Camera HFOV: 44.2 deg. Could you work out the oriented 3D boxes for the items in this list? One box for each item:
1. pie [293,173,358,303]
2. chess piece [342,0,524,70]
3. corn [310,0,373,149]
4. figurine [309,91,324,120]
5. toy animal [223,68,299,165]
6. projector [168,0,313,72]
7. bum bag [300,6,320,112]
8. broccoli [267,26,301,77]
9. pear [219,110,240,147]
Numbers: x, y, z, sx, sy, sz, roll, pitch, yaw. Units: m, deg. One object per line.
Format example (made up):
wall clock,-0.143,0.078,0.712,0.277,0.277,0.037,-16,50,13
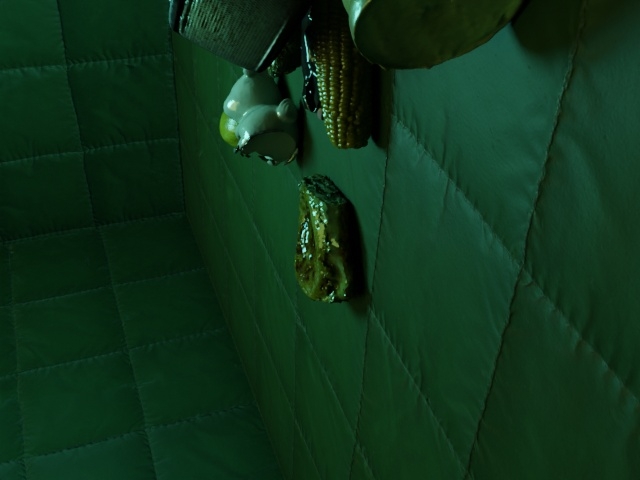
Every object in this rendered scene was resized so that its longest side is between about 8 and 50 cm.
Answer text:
pie,0.000,0.000,1.961,0.355,0.103,0.288,-123,33,-56
chess piece,0.107,-0.483,1.104,0.234,0.234,0.442,115,144,-63
corn,0.047,-0.357,1.561,0.120,0.120,0.363,-136,35,-62
figurine,0.010,-0.330,1.820,0.129,0.054,0.072,-107,31,-45
toy animal,-0.167,-0.364,2.167,0.247,0.183,0.310,111,150,-52
projector,-0.097,-0.558,1.420,0.395,0.242,0.405,-69,13,-12
bum bag,-0.011,-0.438,1.748,0.137,0.074,0.310,163,105,-76
broccoli,-0.101,-0.477,1.953,0.146,0.138,0.162,-64,10,8
pear,-0.239,-0.359,2.447,0.162,0.149,0.149,-156,57,-67
